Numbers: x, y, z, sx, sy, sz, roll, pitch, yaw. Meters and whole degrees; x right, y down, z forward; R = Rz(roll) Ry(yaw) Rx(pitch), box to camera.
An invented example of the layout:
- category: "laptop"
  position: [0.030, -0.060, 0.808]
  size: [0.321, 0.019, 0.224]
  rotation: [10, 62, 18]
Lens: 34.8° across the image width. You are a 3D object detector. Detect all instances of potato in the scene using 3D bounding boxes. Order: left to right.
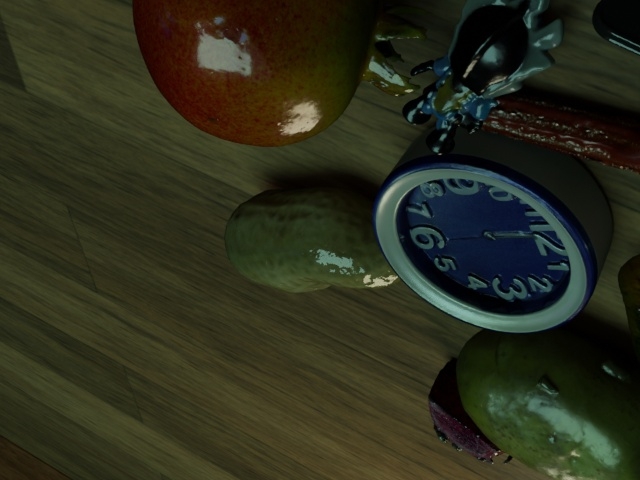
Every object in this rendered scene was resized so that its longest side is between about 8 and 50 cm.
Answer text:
- category: "potato"
  position: [0.267, 0.180, 1.122]
  size: [0.228, 0.148, 0.197]
  rotation: [13, 155, 37]

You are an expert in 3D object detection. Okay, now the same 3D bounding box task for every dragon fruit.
- category: "dragon fruit"
  position: [0.205, 0.233, 1.310]
  size: [0.147, 0.102, 0.096]
  rotation: [33, 143, 27]

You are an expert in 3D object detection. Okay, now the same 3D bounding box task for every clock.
- category: "clock"
  position: [0.169, -0.011, 1.017]
  size: [0.230, 0.083, 0.230]
  rotation: [20, 140, 18]

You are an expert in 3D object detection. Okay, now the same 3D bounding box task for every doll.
- category: "doll"
  position: [0.141, -0.156, 0.862]
  size: [0.096, 0.070, 0.195]
  rotation: [50, 132, 13]

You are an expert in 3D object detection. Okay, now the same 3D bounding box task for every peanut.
- category: "peanut"
  position: [0.000, 0.000, 1.185]
  size: [0.253, 0.122, 0.137]
  rotation: [-2, 149, 42]

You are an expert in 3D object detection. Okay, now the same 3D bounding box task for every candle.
- category: "candle"
  position: [0.235, -0.092, 0.885]
  size: [0.329, 0.048, 0.051]
  rotation: [20, 153, 28]

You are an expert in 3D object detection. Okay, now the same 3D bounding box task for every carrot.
- category: "carrot"
  position: [0.343, 0.093, 0.992]
  size: [0.082, 0.082, 0.173]
  rotation: [8, 139, 40]

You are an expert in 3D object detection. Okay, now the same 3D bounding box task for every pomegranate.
- category: "pomegranate"
  position: [-0.032, -0.184, 0.876]
  size: [0.256, 0.221, 0.221]
  rotation: [15, 146, 4]

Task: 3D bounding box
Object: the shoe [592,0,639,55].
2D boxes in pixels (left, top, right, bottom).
- category: "shoe"
  position: [0.279, -0.137, 0.775]
  size: [0.159, 0.062, 0.053]
  rotation: [30, 161, 11]
